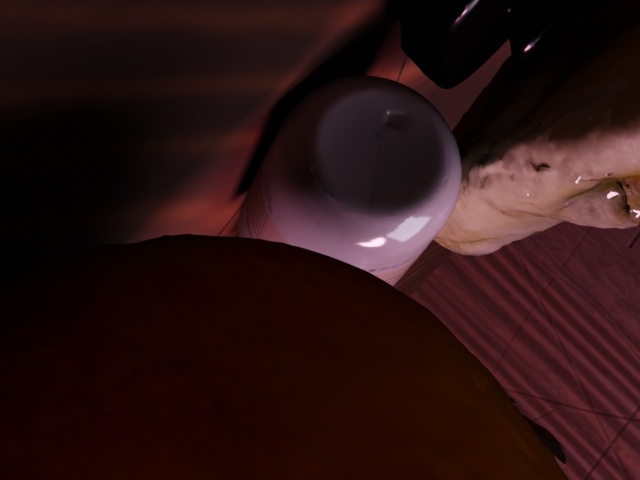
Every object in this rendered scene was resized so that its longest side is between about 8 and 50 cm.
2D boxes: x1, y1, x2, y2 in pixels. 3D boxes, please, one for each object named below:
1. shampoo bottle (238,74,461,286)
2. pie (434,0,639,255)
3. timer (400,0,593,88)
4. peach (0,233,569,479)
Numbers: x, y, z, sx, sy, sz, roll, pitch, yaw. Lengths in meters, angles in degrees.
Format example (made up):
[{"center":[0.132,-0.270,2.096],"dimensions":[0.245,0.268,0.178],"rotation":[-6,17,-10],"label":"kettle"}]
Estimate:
[{"center":[0.000,0.000,0.695],"dimensions":[0.074,0.074,0.192],"rotation":[-42,174,-25],"label":"shampoo bottle"},{"center":[0.169,-0.121,0.701],"dimensions":[0.337,0.075,0.337],"rotation":[-44,-167,13],"label":"pie"},{"center":[0.108,-0.133,0.624],"dimensions":[0.187,0.055,0.144],"rotation":[-45,174,-1],"label":"timer"},{"center":[-0.054,0.171,0.425],"dimensions":[0.372,0.290,0.372],"rotation":[-44,178,-2],"label":"peach"}]
